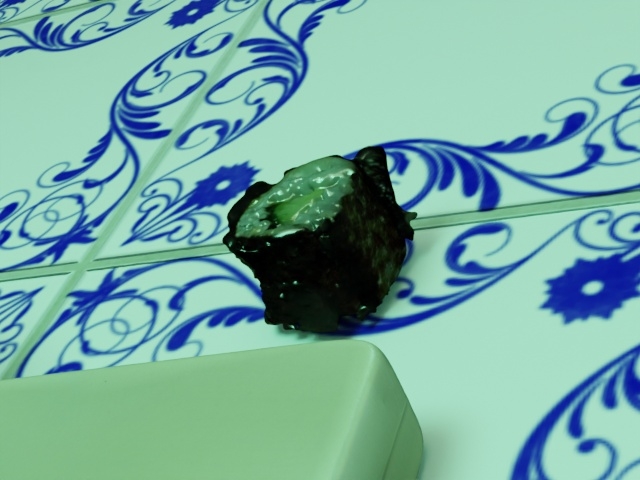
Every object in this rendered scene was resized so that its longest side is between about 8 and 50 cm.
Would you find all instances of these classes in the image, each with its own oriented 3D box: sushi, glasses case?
[{"bbox_3d":[-0.001,0.001,0.827,0.094,0.084,0.098,-8,31,34],"label":"sushi"},{"bbox_3d":[-0.119,0.138,0.712,0.337,0.076,0.144,-8,34,27],"label":"glasses case"}]
